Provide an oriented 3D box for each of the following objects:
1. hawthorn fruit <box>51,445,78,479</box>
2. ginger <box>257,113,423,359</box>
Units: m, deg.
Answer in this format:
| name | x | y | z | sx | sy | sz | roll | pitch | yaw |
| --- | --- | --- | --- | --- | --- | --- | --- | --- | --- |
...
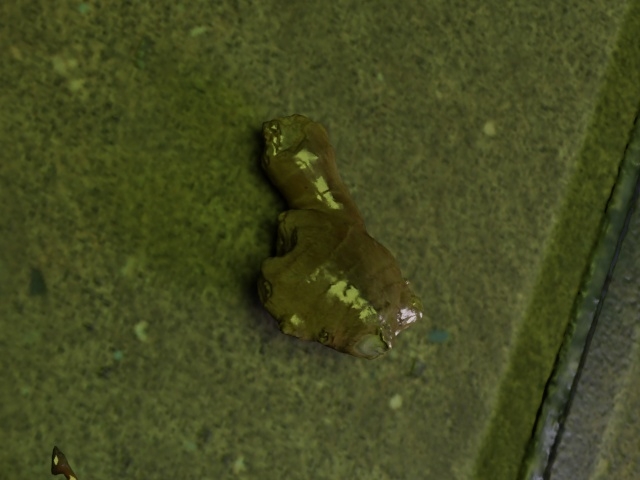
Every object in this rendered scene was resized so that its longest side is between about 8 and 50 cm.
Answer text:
| name | x | y | z | sx | sy | sz | roll | pitch | yaw |
| --- | --- | --- | --- | --- | --- | --- | --- | --- | --- |
| hawthorn fruit | -0.090 | 0.221 | 1.058 | 0.207 | 0.207 | 0.243 | -27 | 90 | -27 |
| ginger | -0.007 | 0.004 | 1.201 | 0.096 | 0.067 | 0.165 | -24 | 80 | -27 |
